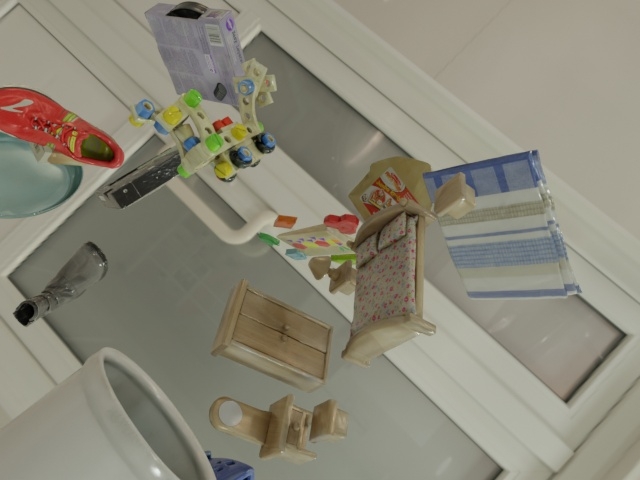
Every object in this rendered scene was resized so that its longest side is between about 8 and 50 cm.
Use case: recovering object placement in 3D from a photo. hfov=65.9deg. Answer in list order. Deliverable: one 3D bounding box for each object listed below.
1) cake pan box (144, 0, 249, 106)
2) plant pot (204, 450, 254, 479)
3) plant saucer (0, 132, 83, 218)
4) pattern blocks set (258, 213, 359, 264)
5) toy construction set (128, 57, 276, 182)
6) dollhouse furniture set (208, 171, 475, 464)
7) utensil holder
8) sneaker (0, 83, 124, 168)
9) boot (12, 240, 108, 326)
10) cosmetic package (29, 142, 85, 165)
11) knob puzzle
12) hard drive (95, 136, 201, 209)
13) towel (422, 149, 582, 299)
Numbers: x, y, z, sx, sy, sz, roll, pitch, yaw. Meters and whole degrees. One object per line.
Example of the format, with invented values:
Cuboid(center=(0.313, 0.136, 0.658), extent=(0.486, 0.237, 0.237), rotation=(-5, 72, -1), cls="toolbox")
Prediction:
Cuboid(center=(-0.326, -0.506, 1.347), extent=(0.266, 0.246, 0.070), rotation=(77, 34, -48), cls="cake pan box")
Cuboid(center=(-0.345, 0.750, 1.394), extent=(0.236, 0.212, 0.235), rotation=(-7, 105, -52), cls="plant pot")
Cuboid(center=(-0.738, -0.160, 1.169), extent=(0.318, 0.318, 0.043), rotation=(-34, 161, -45), cls="plant saucer")
Cuboid(center=(0.000, 0.000, 1.237), extent=(0.285, 0.325, 0.026), rotation=(38, 57, -50), cls="pattern blocks set")
Cuboid(center=(-0.205, -0.242, 1.021), extent=(0.151, 0.215, 0.328), rotation=(-30, -169, 49), cls="toy construction set")
Cuboid(center=(0.016, 0.084, 0.634), extent=(0.355, 0.174, 0.303), rotation=(-42, -153, 42), cls="dollhouse furniture set")
Cuboid(center=(-0.423, 0.423, 0.814), extent=(0.386, 0.327, 0.327), rotation=(-37, 166, -14), cls="utensil holder")
Cuboid(center=(-0.517, -0.221, 0.987), extent=(0.279, 0.118, 0.107), rotation=(20, 98, -51), cls="sneaker")
Cuboid(center=(-0.828, 0.153, 1.571), extent=(0.338, 0.118, 0.222), rotation=(-44, -178, 35), cls="boot")
Cuboid(center=(-0.599, -0.210, 1.141), extent=(0.041, 0.060, 0.115), rotation=(-36, 167, 28), cls="cosmetic package")
Cuboid(center=(0.173, -0.097, 1.080), extent=(0.030, 0.213, 0.213), rotation=(-3, 136, -53), cls="knob puzzle")
Cuboid(center=(-0.517, -0.212, 1.542), extent=(0.339, 0.064, 0.237), rotation=(-40, -154, -25), cls="hard drive")
Cuboid(center=(0.319, -0.014, 0.876), extent=(0.209, 0.284, 0.034), rotation=(-9, -155, 41), cls="towel")
